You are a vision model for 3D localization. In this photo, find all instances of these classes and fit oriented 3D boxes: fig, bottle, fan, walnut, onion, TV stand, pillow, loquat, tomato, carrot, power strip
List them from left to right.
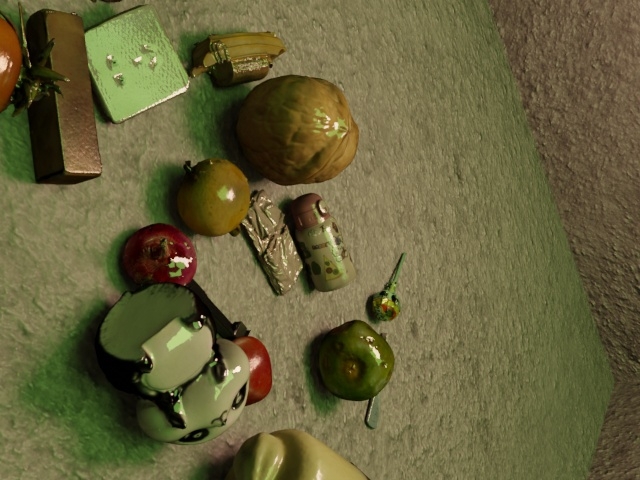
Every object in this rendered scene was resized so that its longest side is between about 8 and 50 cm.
[{"bbox_3d":[-0.581,-0.291,1.161,0.331,0.193,0.214,24,40,-42],"label":"carrot"},{"bbox_3d":[-0.396,-0.363,1.527,0.213,0.064,0.198,-36,113,-36],"label":"power strip"},{"bbox_3d":[-0.312,0.023,1.473,0.150,0.140,0.150,12,59,-20],"label":"onion"},{"bbox_3d":[-0.247,0.137,1.627,0.256,0.040,0.049,54,44,-31],"label":"TV stand"},{"bbox_3d":[-0.229,-0.086,1.616,0.204,0.149,0.172,62,35,-40],"label":"loquat"},{"bbox_3d":[-0.169,0.306,1.631,0.174,0.082,0.166,-22,117,-44],"label":"tomato"},{"bbox_3d":[-0.113,0.004,1.830,0.135,0.049,0.248,-53,126,-49],"label":"pillow"},{"bbox_3d":[-0.053,-0.259,1.753,0.252,0.313,0.277,-46,127,-28],"label":"walnut"},{"bbox_3d":[0.000,0.000,1.918,0.120,0.120,0.253,-40,114,-49],"label":"bottle"},{"bbox_3d":[0.107,0.307,1.967,0.275,0.206,0.206,-10,90,-76],"label":"fig"},{"bbox_3d":[0.170,0.400,2.134,0.057,0.023,0.282,38,55,-40],"label":"fan"}]

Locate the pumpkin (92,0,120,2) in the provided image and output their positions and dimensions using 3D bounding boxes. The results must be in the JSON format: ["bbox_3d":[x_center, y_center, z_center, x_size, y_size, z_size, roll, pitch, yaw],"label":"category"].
[{"bbox_3d":[-0.396,-0.592,1.547,0.278,0.111,0.163,-30,111,-52],"label":"pumpkin"}]

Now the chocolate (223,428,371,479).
[{"bbox_3d":[-0.061,0.564,1.545,0.314,0.326,0.297,-48,129,-8],"label":"chocolate"}]

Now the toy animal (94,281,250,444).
[{"bbox_3d":[-0.269,0.250,1.428,0.251,0.251,0.310,-57,139,-42],"label":"toy animal"}]

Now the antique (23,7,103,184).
[{"bbox_3d":[-0.481,-0.263,1.367,0.087,0.093,0.310,-5,86,-53],"label":"antique"}]

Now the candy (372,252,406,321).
[{"bbox_3d":[0.219,0.126,2.231,0.091,0.083,0.305,63,32,-29],"label":"candy"}]

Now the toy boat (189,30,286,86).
[{"bbox_3d":[-0.194,-0.434,1.786,0.310,0.089,0.115,-23,92,-52],"label":"toy boat"}]
